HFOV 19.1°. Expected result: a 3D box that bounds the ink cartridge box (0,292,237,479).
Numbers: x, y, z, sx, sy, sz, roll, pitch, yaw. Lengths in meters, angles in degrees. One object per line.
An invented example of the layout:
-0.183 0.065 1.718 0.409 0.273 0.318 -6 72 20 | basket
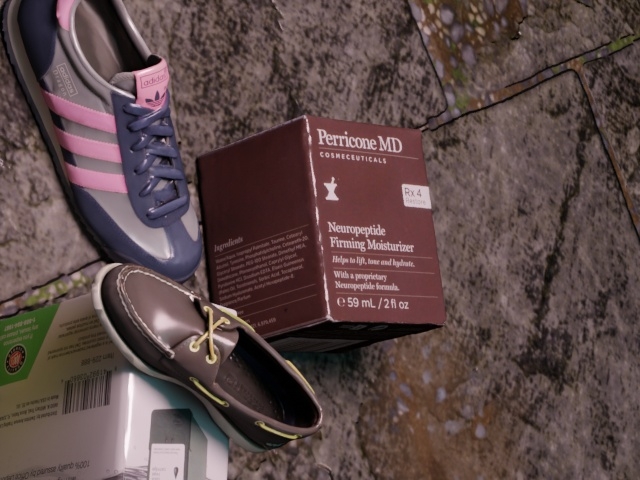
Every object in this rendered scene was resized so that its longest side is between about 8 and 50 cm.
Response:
-0.188 0.201 1.618 0.121 0.211 0.289 19 66 -41 | ink cartridge box

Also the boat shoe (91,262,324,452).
-0.088 0.089 1.547 0.228 0.068 0.081 42 51 -29 | boat shoe

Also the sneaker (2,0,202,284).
-0.180 -0.104 1.772 0.112 0.131 0.319 -38 104 -44 | sneaker

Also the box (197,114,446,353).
0.000 0.000 1.887 0.168 0.167 0.203 4 75 -43 | box
